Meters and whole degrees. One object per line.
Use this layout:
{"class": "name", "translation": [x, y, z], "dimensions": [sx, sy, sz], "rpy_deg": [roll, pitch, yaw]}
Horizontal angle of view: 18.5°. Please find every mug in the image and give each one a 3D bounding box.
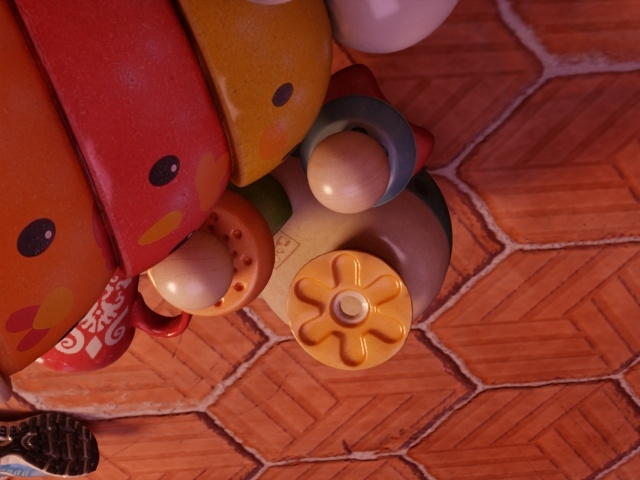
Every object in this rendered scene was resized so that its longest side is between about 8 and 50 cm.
{"class": "mug", "translation": [-0.186, 0.016, 1.675], "dimensions": [0.150, 0.113, 0.169], "rpy_deg": [-7, 142, -20]}

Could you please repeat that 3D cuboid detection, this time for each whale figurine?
{"class": "whale figurine", "translation": [-0.016, -0.036, 1.638], "dimensions": [0.272, 0.141, 0.216], "rpy_deg": [31, 133, -11]}

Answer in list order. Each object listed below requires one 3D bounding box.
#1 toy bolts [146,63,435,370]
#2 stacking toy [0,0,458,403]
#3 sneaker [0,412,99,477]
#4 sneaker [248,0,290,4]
{"class": "toy bolts", "translation": [0.000, 0.000, 1.478], "dimensions": [0.218, 0.158, 0.228], "rpy_deg": [40, 109, -5]}
{"class": "stacking toy", "translation": [-0.115, -0.129, 1.366], "dimensions": [0.480, 0.350, 0.350], "rpy_deg": [-25, 146, -6]}
{"class": "sneaker", "translation": [-0.302, 0.208, 1.976], "dimensions": [0.162, 0.063, 0.073], "rpy_deg": [9, 160, -17]}
{"class": "sneaker", "translation": [-0.141, -0.283, 1.249], "dimensions": [0.350, 0.148, 0.131], "rpy_deg": [25, 159, -7]}
